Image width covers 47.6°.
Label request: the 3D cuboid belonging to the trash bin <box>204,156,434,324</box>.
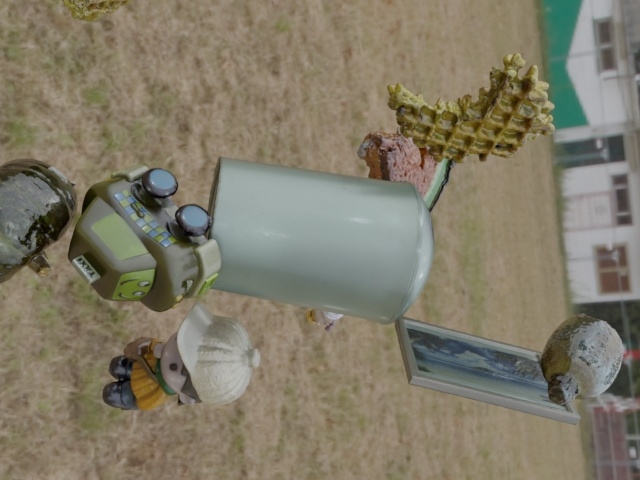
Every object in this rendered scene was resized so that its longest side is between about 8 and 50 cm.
[{"bbox_3d":[0.000,0.000,1.372,0.280,0.433,0.280,-170,-90,-78],"label":"trash bin"}]

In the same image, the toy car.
[{"bbox_3d":[-0.309,0.015,1.194,0.248,0.204,0.198,46,47,8],"label":"toy car"}]

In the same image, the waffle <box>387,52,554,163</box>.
[{"bbox_3d":[0.284,-0.224,1.356,0.260,0.293,0.069,43,47,-47],"label":"waffle"}]

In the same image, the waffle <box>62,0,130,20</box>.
[{"bbox_3d":[-0.420,-0.538,1.487,0.058,0.243,0.238,51,-12,2],"label":"waffle"}]

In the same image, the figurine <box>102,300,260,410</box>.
[{"bbox_3d":[-0.276,0.262,1.482,0.205,0.332,0.185,28,46,-33],"label":"figurine"}]

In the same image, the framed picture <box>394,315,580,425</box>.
[{"bbox_3d":[0.297,0.234,1.345,0.232,0.315,0.024,-94,-161,-69],"label":"framed picture"}]

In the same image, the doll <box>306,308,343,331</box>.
[{"bbox_3d":[0.024,0.203,1.953,0.073,0.127,0.084,9,70,-47],"label":"doll"}]

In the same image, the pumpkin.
[{"bbox_3d":[-0.523,-0.014,1.226,0.189,0.260,0.260,45,33,-12],"label":"pumpkin"}]

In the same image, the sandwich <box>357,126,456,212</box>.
[{"bbox_3d":[0.202,-0.195,1.945,0.301,0.162,0.250,27,80,-41],"label":"sandwich"}]

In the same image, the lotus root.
[{"bbox_3d":[0.399,0.186,1.118,0.192,0.113,0.088,-34,153,-45],"label":"lotus root"}]
